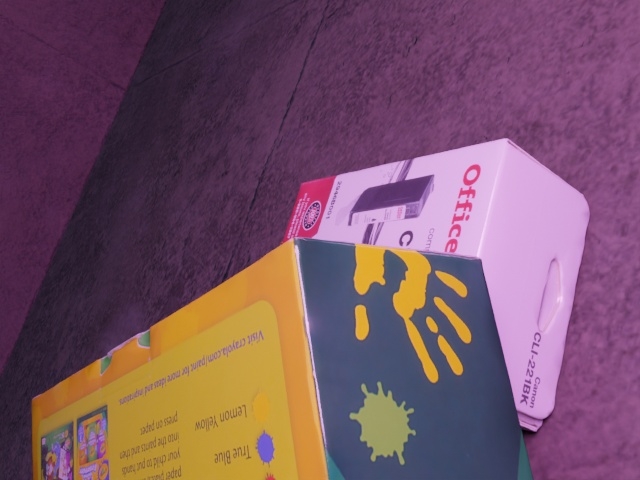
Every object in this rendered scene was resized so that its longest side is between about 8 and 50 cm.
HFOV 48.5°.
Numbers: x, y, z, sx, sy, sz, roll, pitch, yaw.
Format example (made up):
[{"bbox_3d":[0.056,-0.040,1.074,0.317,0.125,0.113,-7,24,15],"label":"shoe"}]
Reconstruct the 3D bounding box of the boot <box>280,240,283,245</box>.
[{"bbox_3d":[0.000,0.000,0.798,0.059,0.084,0.158,2,67,58],"label":"boot"}]

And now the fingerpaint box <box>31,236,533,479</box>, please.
[{"bbox_3d":[-0.055,0.250,0.501,0.445,0.163,0.371,-31,61,46],"label":"fingerpaint box"}]

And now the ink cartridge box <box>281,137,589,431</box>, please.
[{"bbox_3d":[0.074,0.040,0.628,0.273,0.114,0.197,-5,63,53],"label":"ink cartridge box"}]
